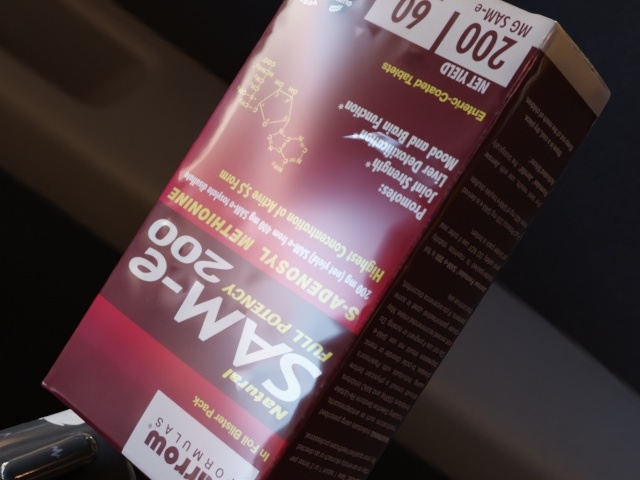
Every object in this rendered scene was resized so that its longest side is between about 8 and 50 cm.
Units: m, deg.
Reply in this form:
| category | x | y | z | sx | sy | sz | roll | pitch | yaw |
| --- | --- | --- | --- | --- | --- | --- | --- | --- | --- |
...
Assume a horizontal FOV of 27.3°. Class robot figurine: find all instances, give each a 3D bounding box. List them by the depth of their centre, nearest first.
| category | x | y | z | sx | sy | sz | roll | pitch | yaw |
| --- | --- | --- | --- | --- | --- | --- | --- | --- | --- |
| robot figurine | -0.300 | 0.284 | 1.440 | 0.278 | 0.209 | 0.173 | -16 | 24 | -26 |

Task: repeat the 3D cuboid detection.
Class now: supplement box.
| category | x | y | z | sx | sy | sz | roll | pitch | yaw |
| --- | --- | --- | --- | --- | --- | --- | --- | --- | --- |
| supplement box | 0.000 | 0.000 | 0.564 | 0.130 | 0.239 | 0.073 | 32 | 0 | 36 |
